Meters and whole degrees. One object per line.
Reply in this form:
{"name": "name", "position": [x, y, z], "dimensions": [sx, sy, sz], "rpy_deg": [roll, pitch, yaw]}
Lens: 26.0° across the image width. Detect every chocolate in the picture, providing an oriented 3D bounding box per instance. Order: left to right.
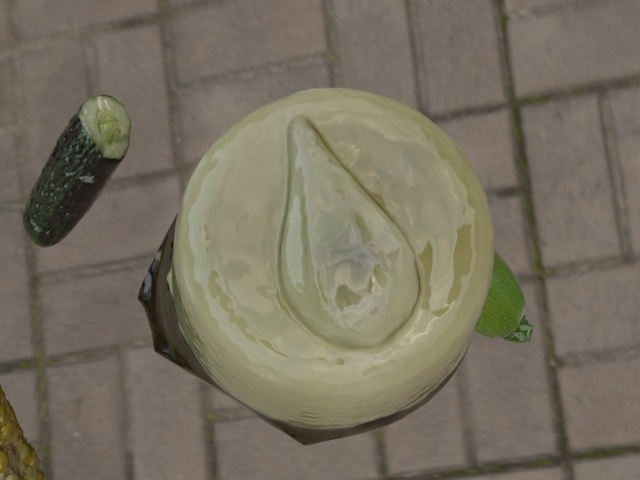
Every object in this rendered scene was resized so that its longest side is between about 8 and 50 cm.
{"name": "chocolate", "position": [0.000, 0.000, 1.269], "dimensions": [0.326, 0.297, 0.314], "rpy_deg": [32, 77, 15]}

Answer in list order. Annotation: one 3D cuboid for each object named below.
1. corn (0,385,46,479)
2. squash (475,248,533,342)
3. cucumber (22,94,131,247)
{"name": "corn", "position": [-0.237, 0.104, 0.856], "dimensions": [0.097, 0.319, 0.097], "rpy_deg": [-5, 49, 6]}
{"name": "squash", "position": [0.160, 0.027, 1.685], "dimensions": [0.101, 0.379, 0.101], "rpy_deg": [-23, 46, 27]}
{"name": "cucumber", "position": [-0.278, -0.069, 1.554], "dimensions": [0.074, 0.074, 0.241], "rpy_deg": [59, 140, 15]}
